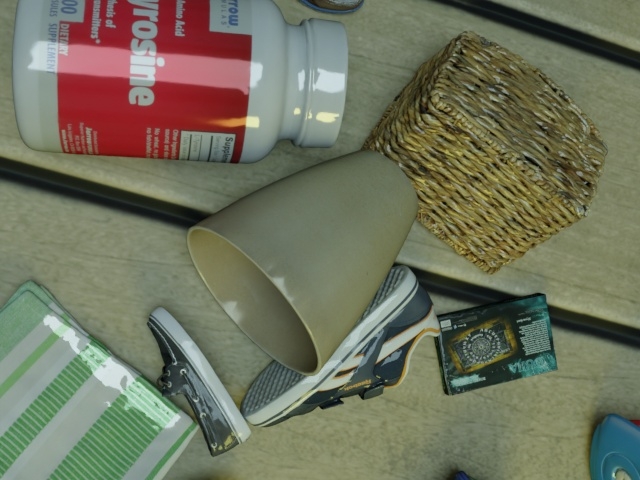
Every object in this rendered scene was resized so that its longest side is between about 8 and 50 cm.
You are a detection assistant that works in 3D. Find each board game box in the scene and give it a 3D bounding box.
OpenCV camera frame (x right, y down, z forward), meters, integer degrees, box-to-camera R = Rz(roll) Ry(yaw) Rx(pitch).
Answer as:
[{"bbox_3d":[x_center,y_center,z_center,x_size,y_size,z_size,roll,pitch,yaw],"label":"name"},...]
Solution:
[{"bbox_3d":[0.273,0.162,1.322,0.186,0.026,0.126,-11,94,-11],"label":"board game box"}]

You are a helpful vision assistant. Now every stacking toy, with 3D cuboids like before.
[{"bbox_3d":[0.596,0.343,1.340,0.302,0.166,0.175,-10,109,-21],"label":"stacking toy"}]

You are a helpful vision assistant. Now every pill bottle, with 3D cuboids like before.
[{"bbox_3d":[-0.179,-0.220,1.120,0.408,0.229,0.229,2,92,-11],"label":"pill bottle"}]

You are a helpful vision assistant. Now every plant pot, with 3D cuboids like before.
[{"bbox_3d":[0.000,0.000,1.173,0.274,0.256,0.256,-42,99,-23],"label":"plant pot"}]

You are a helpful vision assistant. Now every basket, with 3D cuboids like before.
[{"bbox_3d":[0.243,-0.137,1.273,0.299,0.223,0.213,35,52,-10],"label":"basket"}]

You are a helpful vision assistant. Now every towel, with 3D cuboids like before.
[{"bbox_3d":[-0.352,0.241,1.149,0.325,0.038,0.248,42,56,-9],"label":"towel"}]

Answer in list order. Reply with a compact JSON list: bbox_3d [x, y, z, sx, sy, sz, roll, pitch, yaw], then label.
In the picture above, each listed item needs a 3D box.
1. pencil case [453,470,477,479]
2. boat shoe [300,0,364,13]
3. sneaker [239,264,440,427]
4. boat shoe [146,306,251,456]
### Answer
[{"bbox_3d":[0.178,0.498,1.269,0.133,0.119,0.306,39,85,-12],"label":"pencil case"},{"bbox_3d":[-0.018,-0.381,1.227,0.183,0.066,0.066,16,89,-11],"label":"boat shoe"},{"bbox_3d":[0.038,0.184,1.229,0.321,0.126,0.127,-39,110,0],"label":"sneaker"},{"bbox_3d":[-0.189,0.204,1.198,0.076,0.080,0.228,-34,94,-19],"label":"boat shoe"}]
